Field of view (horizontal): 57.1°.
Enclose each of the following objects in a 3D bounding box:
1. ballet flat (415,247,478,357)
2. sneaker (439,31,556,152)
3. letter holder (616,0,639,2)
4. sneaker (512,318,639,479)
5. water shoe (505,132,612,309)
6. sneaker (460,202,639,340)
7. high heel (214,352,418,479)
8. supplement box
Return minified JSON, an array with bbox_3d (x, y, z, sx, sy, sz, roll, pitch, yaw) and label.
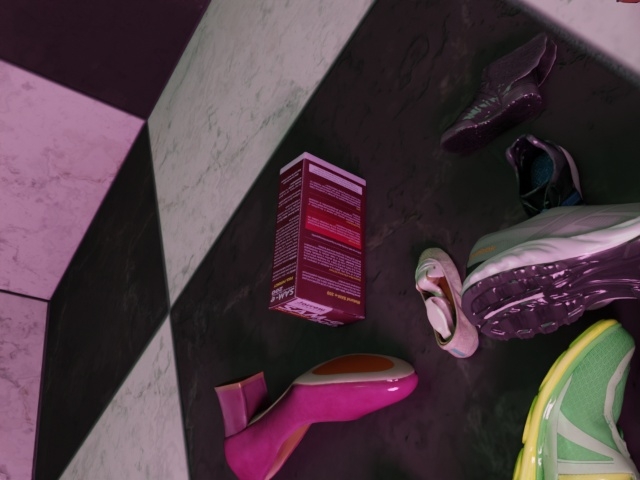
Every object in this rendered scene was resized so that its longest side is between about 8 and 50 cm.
[{"bbox_3d":[0.147,0.066,0.724,0.057,0.052,0.168,-49,38,29],"label":"ballet flat"},{"bbox_3d":[0.223,-0.185,0.754,0.170,0.051,0.089,-29,51,40],"label":"sneaker"},{"bbox_3d":[0.360,-0.367,0.450,0.215,0.301,0.152,2,44,17],"label":"letter holder"},{"bbox_3d":[0.230,0.215,0.505,0.124,0.109,0.295,13,78,28],"label":"sneaker"},{"bbox_3d":[0.239,-0.022,0.612,0.073,0.080,0.203,-40,43,38],"label":"water shoe"},{"bbox_3d":[0.254,0.002,0.505,0.272,0.100,0.108,-13,33,21],"label":"sneaker"},{"bbox_3d":[-0.001,0.266,0.826,0.377,0.127,0.181,-20,86,45],"label":"high heel"},{"bbox_3d":[0.000,0.000,0.903,0.073,0.130,0.239,-28,51,46],"label":"supplement box"}]
